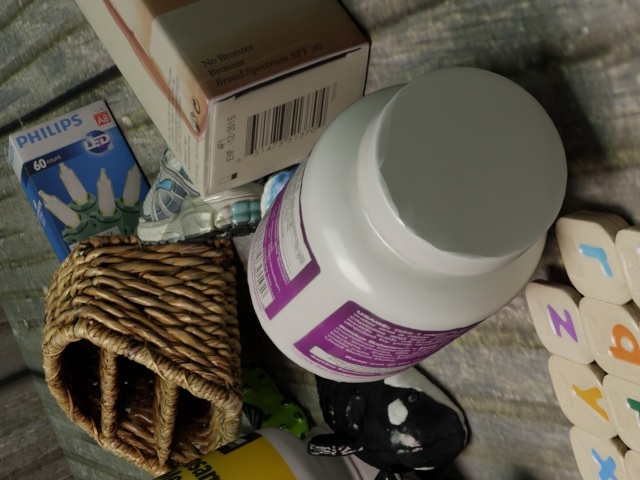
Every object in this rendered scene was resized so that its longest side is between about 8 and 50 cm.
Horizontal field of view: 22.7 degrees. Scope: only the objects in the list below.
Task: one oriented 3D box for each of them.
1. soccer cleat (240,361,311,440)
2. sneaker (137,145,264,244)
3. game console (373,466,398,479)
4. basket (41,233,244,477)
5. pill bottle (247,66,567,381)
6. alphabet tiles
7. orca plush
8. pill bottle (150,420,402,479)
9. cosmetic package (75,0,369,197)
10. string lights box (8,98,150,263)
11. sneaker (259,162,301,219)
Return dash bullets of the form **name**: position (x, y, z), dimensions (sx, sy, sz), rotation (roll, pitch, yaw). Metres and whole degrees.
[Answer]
- **soccer cleat**: position (-0.049, 0.207, 1.804), dimensions (0.179, 0.060, 0.072), rotation (52, 166, 52)
- **sneaker**: position (-0.117, -0.061, 1.637), dimensions (0.283, 0.110, 0.122), rotation (171, 94, -68)
- **game console**: position (0.097, 0.253, 1.435), dimensions (0.107, 0.071, 0.122), rotation (58, 159, 18)
- **basket**: position (-0.208, 0.154, 1.811), dimensions (0.299, 0.213, 0.223), rotation (108, 158, -60)
- **pill bottle**: position (0.057, -0.009, 1.100), dimensions (0.169, 0.169, 0.301), rotation (64, 161, 7)
- **alphabet tiles**: position (0.228, 0.117, 1.016), dimensions (0.278, 0.021, 0.284), rotation (16, 127, 66)
- **orca plush**: position (0.023, 0.152, 1.470), dimensions (0.287, 0.102, 0.151), rotation (39, 147, 53)
- **pill bottle**: position (-0.086, 0.301, 1.577), dimensions (0.188, 0.334, 0.188), rotation (52, 156, 35)
- **cosmetic package**: position (-0.100, -0.199, 1.320), dimensions (0.296, 0.153, 0.129), rotation (54, 156, 28)
- **string lights box**: position (-0.277, -0.032, 1.998), dimensions (0.260, 0.133, 0.077), rotation (61, 161, 13)
- **sneaker**: position (0.000, 0.000, 1.450), dimensions (0.073, 0.063, 0.162), rotation (12, 130, 45)
